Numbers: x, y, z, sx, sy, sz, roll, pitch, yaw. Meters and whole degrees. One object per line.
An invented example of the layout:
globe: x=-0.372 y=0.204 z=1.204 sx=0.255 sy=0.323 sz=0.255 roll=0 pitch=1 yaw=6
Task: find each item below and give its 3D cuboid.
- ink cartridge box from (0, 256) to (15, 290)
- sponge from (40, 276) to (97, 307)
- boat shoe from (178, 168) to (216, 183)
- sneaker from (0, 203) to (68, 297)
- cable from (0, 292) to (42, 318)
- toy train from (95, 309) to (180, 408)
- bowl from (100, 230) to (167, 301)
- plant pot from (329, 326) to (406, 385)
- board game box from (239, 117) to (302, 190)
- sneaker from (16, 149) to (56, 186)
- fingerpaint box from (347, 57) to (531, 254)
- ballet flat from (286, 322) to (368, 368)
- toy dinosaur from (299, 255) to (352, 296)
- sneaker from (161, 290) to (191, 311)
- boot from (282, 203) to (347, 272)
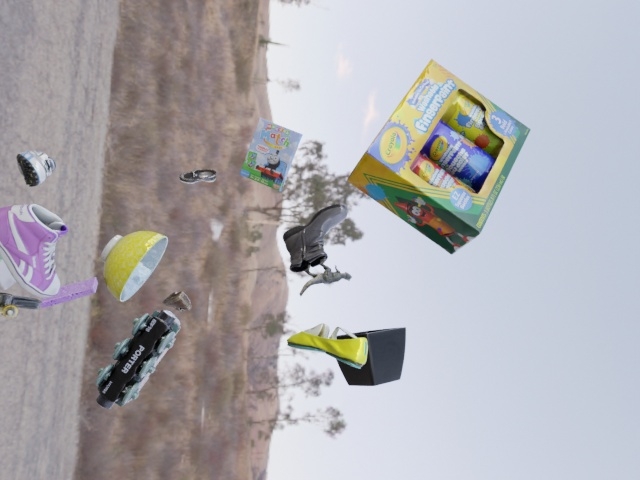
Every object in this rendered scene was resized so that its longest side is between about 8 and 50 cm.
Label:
ink cartridge box: x=-1.012 y=-0.004 z=1.516 sx=0.117 sy=0.201 sz=0.278 roll=-50 pitch=135 yaw=-41
sponge: x=-1.024 y=0.212 z=2.098 sx=0.117 sy=0.209 sz=0.031 roll=-131 pitch=-153 yaw=-65
boat shoe: x=-0.409 y=-0.217 z=1.717 sx=0.038 sy=0.125 sz=0.046 roll=125 pitch=-43 yaw=-54
sneaker: x=-0.694 y=0.030 z=1.290 sx=0.102 sy=0.160 sz=0.282 roll=-104 pitch=-179 yaw=-47
cable: x=-0.843 y=0.175 z=1.361 sx=0.287 sy=0.139 sz=0.072 roll=146 pitch=-47 yaw=-73
toy train: x=-0.558 y=0.361 z=1.589 sx=0.334 sy=0.142 sz=0.190 roll=-56 pitch=179 yaw=-10
bowl: x=-0.721 y=0.067 z=1.926 sx=0.290 sy=0.156 sz=0.289 roll=-57 pitch=-179 yaw=2
plant pot: x=0.162 y=0.380 z=1.674 sx=0.188 sy=0.187 sz=0.167 roll=-17 pitch=-103 yaw=50
board game box: x=-0.173 y=-0.300 z=1.796 sx=0.039 sy=0.160 sz=0.212 roll=-15 pitch=127 yaw=-77
sneaker: x=-0.711 y=-0.188 z=1.293 sx=0.237 sy=0.086 sz=0.085 roll=23 pitch=-53 yaw=55
fingerpaint box: x=0.350 y=-0.252 z=1.480 sx=0.445 sy=0.371 sz=0.163 roll=-55 pitch=180 yaw=-29
ballet flat: x=0.018 y=0.236 z=1.202 sx=0.230 sy=0.077 sz=0.077 roll=6 pitch=-106 yaw=43
toy dinosaur: x=0.007 y=0.134 z=2.017 sx=0.118 sy=0.268 sz=0.064 roll=54 pitch=-39 yaw=30
sneaker: x=-0.521 y=0.230 z=1.863 sx=0.071 sy=0.066 sz=0.188 roll=55 pitch=-27 yaw=-11
boot: x=0.000 y=0.000 z=2.271 sx=0.338 sy=0.118 sz=0.223 roll=-33 pitch=-134 yaw=12
